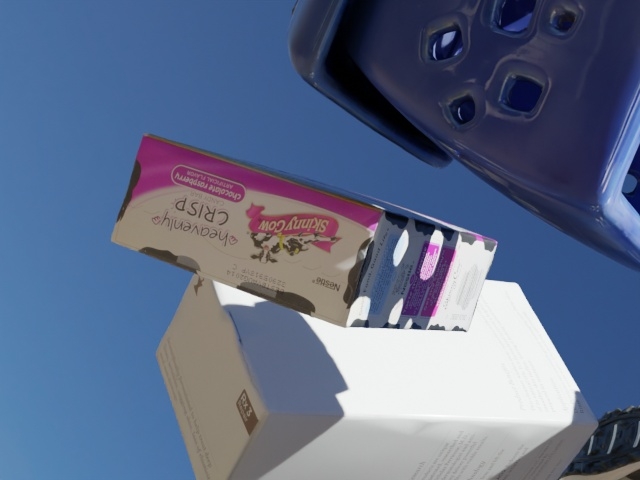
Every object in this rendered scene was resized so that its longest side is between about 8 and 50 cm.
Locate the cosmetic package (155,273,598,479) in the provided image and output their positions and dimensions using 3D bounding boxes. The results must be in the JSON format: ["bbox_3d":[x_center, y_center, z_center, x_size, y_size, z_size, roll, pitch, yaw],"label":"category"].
[{"bbox_3d":[0.054,0.147,1.367,0.156,0.385,0.217,-63,-146,34],"label":"cosmetic package"}]

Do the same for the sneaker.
[{"bbox_3d":[0.301,0.269,1.492,0.108,0.100,0.271,43,-51,-8],"label":"sneaker"}]

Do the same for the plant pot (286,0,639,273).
[{"bbox_3d":[0.130,-0.130,0.731,0.212,0.236,0.236,25,-89,29],"label":"plant pot"}]

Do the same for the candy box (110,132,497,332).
[{"bbox_3d":[0.000,0.000,0.859,0.159,0.233,0.071,19,-86,22],"label":"candy box"}]
